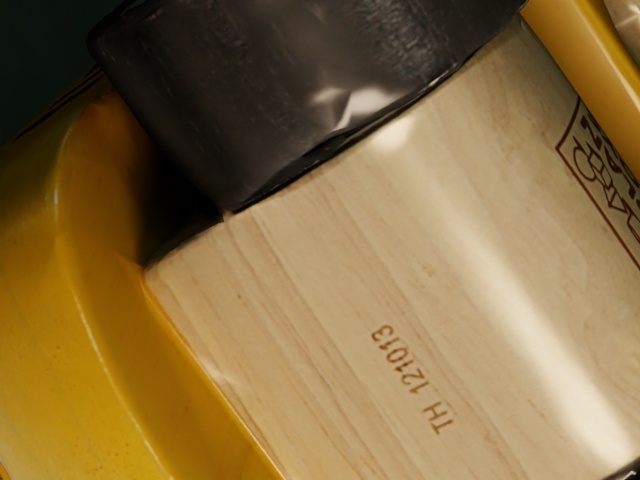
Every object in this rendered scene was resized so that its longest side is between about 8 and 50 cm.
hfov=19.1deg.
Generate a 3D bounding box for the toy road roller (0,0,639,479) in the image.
[{"bbox_3d":[0.000,0.000,0.547,0.202,0.241,0.329,55,25,-12],"label":"toy road roller"}]
